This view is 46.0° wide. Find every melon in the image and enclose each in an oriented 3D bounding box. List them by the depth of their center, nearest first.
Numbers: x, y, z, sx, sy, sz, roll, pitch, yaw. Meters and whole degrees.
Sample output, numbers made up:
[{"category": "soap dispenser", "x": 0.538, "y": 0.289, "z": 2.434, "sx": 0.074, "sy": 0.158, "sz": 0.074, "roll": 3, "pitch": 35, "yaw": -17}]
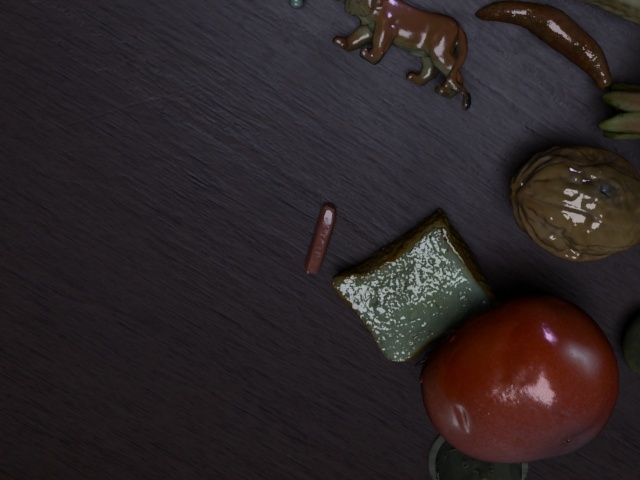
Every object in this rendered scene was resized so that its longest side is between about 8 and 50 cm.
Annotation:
[{"category": "melon", "x": 0.618, "y": 0.193, "z": 1.411, "sx": 0.098, "sy": 0.098, "sz": 0.131, "roll": 8, "pitch": 113, "yaw": 4}]

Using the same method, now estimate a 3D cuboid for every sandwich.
[{"category": "sandwich", "x": 0.182, "y": 0.097, "z": 1.433, "sx": 0.251, "sy": 0.087, "sz": 0.226, "roll": -32, "pitch": 105, "yaw": 17}]

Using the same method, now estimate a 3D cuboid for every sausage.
[{"category": "sausage", "x": 0.000, "y": 0.000, "z": 1.446, "sx": 0.035, "sy": 0.030, "sz": 0.147, "roll": 16, "pitch": 112, "yaw": 2}]

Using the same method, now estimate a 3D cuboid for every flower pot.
[{"category": "flower pot", "x": 0.321, "y": 0.499, "z": 1.513, "sx": 0.212, "sy": 0.203, "sz": 0.213, "roll": 2, "pitch": 108, "yaw": 8}]

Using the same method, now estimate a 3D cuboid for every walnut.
[{"category": "walnut", "x": 0.443, "y": -0.063, "z": 1.285, "sx": 0.244, "sy": 0.198, "sz": 0.198, "roll": 17, "pitch": 112, "yaw": -8}]

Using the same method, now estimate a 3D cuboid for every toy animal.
[{"category": "toy animal", "x": 0.138, "y": -0.357, "z": 1.263, "sx": 0.312, "sy": 0.097, "sz": 0.158, "roll": 24, "pitch": 106, "yaw": -4}]

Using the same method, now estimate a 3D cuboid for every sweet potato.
[{"category": "sweet potato", "x": 0.387, "y": -0.345, "z": 1.256, "sx": 0.255, "sy": 0.058, "sz": 0.078, "roll": 29, "pitch": 132, "yaw": -1}]

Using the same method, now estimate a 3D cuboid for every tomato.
[{"category": "tomato", "x": 0.351, "y": 0.258, "z": 1.336, "sx": 0.341, "sy": 0.341, "sz": 0.273, "roll": -39, "pitch": 61, "yaw": 18}]

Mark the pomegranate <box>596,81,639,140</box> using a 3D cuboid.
[{"category": "pomegranate", "x": 0.642, "y": -0.218, "z": 1.198, "sx": 0.358, "sy": 0.216, "sz": 0.310, "roll": 13, "pitch": 141, "yaw": 37}]

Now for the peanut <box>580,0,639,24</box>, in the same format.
[{"category": "peanut", "x": 0.442, "y": -0.436, "z": 1.164, "sx": 0.313, "sy": 0.152, "sz": 0.152, "roll": 21, "pitch": 112, "yaw": 1}]

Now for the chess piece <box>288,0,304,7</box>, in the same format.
[{"category": "chess piece", "x": -0.034, "y": -0.513, "z": 1.218, "sx": 0.139, "sy": 0.139, "sz": 0.272, "roll": 5, "pitch": 123, "yaw": 5}]
